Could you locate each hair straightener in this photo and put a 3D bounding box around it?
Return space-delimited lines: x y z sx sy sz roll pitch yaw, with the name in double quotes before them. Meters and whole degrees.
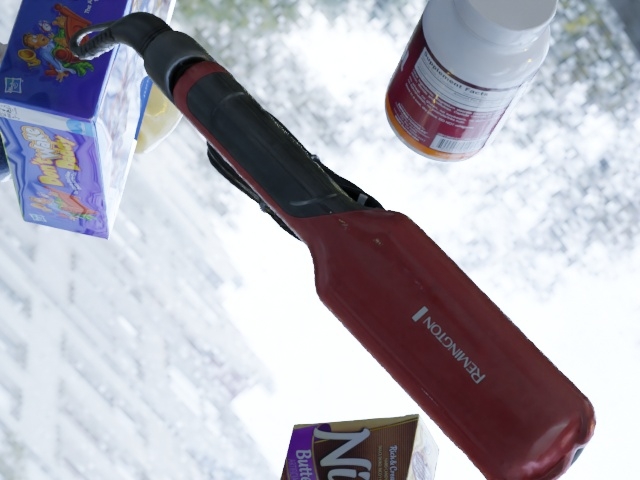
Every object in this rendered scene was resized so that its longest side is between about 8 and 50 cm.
"hair straightener" 0.000 0.000 0.515 0.047 0.230 0.089 -49 165 -1

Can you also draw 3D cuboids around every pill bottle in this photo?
"pill bottle" 0.101 -0.123 0.995 0.086 0.086 0.152 -54 176 -30

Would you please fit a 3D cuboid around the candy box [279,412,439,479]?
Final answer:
"candy box" 0.018 0.219 1.103 0.109 0.053 0.186 -8 -135 25

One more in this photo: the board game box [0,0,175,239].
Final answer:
"board game box" -0.173 -0.206 1.235 0.233 0.078 0.347 103 0 -67

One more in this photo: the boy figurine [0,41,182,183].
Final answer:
"boy figurine" -0.246 -0.115 1.369 0.285 0.177 0.092 -19 158 -44
